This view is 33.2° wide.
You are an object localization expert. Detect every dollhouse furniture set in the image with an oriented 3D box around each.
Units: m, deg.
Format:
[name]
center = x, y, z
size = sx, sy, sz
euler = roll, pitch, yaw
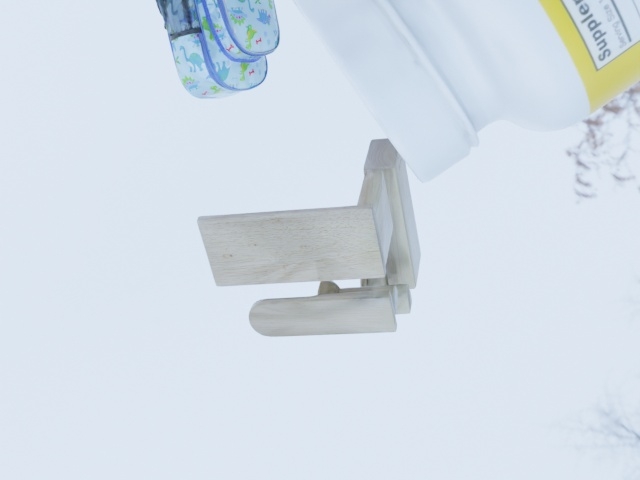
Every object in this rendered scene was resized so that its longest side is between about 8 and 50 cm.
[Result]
[dollhouse furniture set]
center = 0.000, 0.000, 0.817
size = 0.123, 0.151, 0.144
euler = -4, -57, 14

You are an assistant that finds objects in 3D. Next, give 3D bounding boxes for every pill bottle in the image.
[pill bottle]
center = 0.156, -0.185, 0.626
size = 0.334, 0.188, 0.188
euler = -35, -56, 7

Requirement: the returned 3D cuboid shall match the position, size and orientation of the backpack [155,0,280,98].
[backpack]
center = -0.090, -0.191, 0.987
size = 0.105, 0.084, 0.114
euler = -19, -81, -56
